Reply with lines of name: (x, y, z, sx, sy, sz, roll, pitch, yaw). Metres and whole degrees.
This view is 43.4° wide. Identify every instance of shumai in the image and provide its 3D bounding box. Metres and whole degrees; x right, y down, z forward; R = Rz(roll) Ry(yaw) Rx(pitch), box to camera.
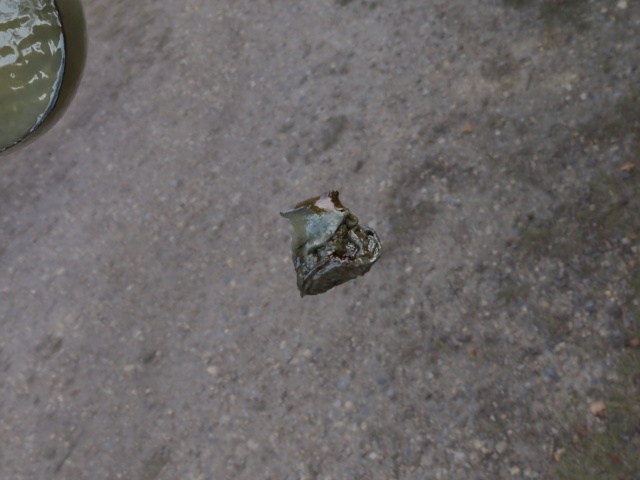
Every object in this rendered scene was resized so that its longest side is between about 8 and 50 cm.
shumai: (0.000, -0.002, 1.063, 0.145, 0.116, 0.145, -30, 24, 15)

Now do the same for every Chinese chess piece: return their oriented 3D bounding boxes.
Chinese chess piece: (-0.463, -0.261, 1.000, 0.338, 0.338, 0.140, -30, 25, 8)
